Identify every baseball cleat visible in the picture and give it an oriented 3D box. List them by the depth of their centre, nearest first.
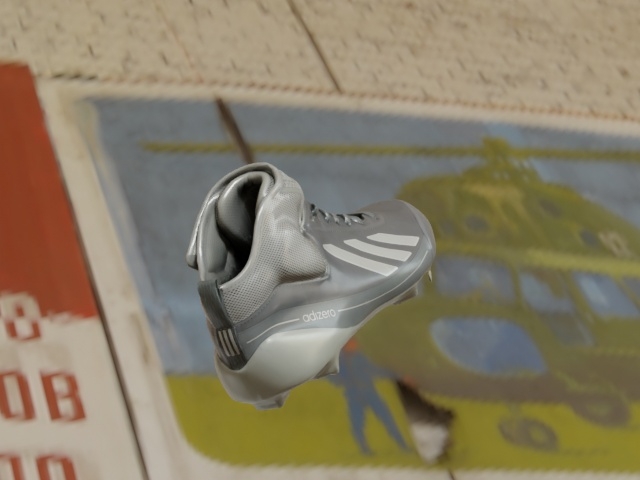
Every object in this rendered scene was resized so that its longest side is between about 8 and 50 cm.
[{"bbox_3d":[0.000,0.000,0.958,0.072,0.206,0.109,-11,-71,24],"label":"baseball cleat"}]
